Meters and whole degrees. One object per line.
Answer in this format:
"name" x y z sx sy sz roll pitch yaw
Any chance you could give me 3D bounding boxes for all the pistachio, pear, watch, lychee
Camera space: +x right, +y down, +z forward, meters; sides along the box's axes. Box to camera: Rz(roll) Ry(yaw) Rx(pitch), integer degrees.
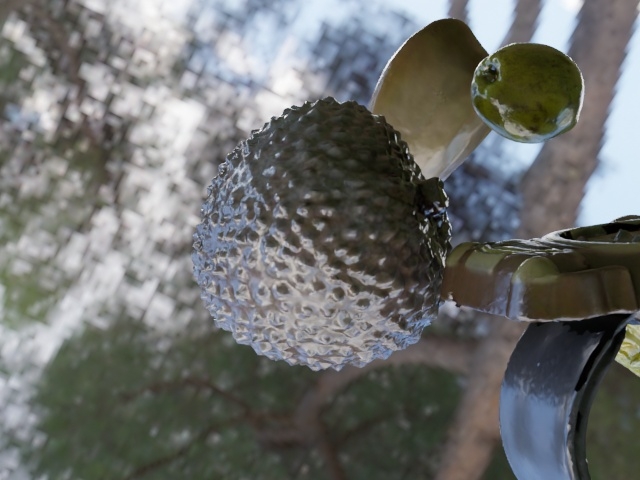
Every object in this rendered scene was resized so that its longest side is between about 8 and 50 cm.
"pistachio" 0.134 -0.166 2.612 0.163 0.260 0.213 22 161 49
"pear" 0.217 -0.154 2.032 0.131 0.107 0.107 16 -149 -43
"watch" 0.306 0.151 1.946 0.335 0.327 0.314 -8 -172 -23
"lychee" 0.000 -0.006 2.028 0.300 0.300 0.300 21 -149 -14

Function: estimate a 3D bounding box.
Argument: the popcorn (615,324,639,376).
"popcorn" 0.434 0.082 2.517 0.187 0.185 0.167 12 -147 -51
